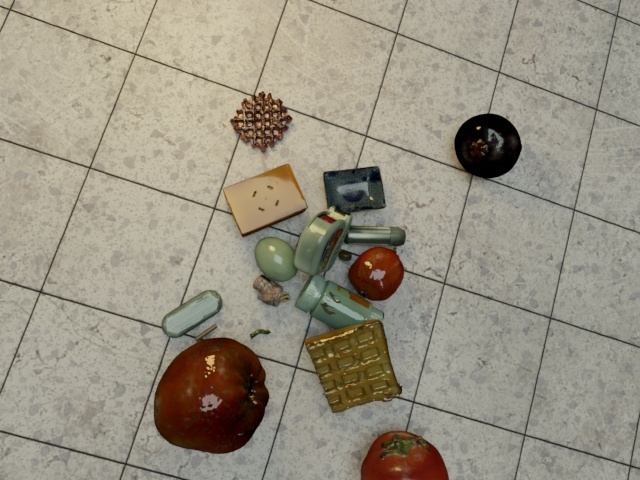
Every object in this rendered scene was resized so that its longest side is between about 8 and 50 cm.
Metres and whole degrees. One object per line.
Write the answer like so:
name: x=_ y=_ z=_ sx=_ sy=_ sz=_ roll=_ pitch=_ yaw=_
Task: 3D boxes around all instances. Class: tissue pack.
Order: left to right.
tissue pack: x=-0.217 y=-0.153 z=1.846 sx=0.274 sy=0.145 sz=0.194 roll=-22 pitch=89 yaw=-11

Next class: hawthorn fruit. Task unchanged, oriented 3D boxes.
hawthorn fruit: x=-0.390 y=0.540 z=1.638 sx=0.402 sy=0.403 sz=0.403 roll=1 pitch=83 yaw=-8
hawthorn fruit: x=0.234 y=0.114 z=1.860 sx=0.205 sy=0.205 sz=0.253 roll=39 pitch=70 yaw=-2

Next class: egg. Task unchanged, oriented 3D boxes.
egg: x=-0.170 y=0.071 z=1.821 sx=0.149 sy=0.149 sz=0.192 roll=-38 pitch=87 yaw=-11

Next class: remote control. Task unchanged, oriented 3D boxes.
remote control: x=-0.489 y=0.279 z=1.800 sx=0.247 sy=0.052 sz=0.104 roll=-33 pitch=90 yaw=-14

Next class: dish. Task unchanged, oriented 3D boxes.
dish: x=0.132 y=-0.199 z=1.934 sx=0.243 sy=0.080 sz=0.182 roll=-8 pitch=84 yaw=-10

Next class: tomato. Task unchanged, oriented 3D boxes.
tomato: x=0.307 y=0.868 z=1.721 sx=0.321 sy=0.321 sz=0.322 roll=1 pitch=83 yaw=-8

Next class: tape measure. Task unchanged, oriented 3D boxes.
tape measure: x=0.001 y=0.000 z=1.789 sx=0.125 sy=0.246 sz=0.243 roll=27 pitch=107 yaw=22

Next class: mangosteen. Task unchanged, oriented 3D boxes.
mangosteen: x=0.711 y=-0.401 z=1.981 sx=0.302 sy=0.275 sz=0.275 roll=-27 pitch=87 yaw=-46

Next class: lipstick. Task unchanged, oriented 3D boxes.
lipstick: x=-0.439 y=0.353 z=1.814 sx=0.094 sy=0.019 sz=0.019 roll=-34 pitch=89 yaw=-11

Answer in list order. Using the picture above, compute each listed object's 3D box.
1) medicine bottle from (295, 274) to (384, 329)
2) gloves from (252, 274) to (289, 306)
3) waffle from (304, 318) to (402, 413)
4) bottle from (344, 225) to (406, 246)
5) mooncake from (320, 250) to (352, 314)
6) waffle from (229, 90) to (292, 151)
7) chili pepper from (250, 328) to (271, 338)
medicine bottle: x=0.075 y=0.264 z=1.831 sx=0.318 sy=0.158 sz=0.158 roll=30 pitch=80 yaw=-4
gloves: x=-0.198 y=0.199 z=1.830 sx=0.094 sy=0.110 sz=0.144 roll=-47 pitch=63 yaw=-3
waffle: x=0.129 y=0.474 z=1.773 sx=0.304 sy=0.077 sz=0.348 roll=-17 pitch=110 yaw=0
bottle: x=0.220 y=-0.015 z=1.921 sx=0.253 sy=0.079 sz=0.096 roll=2 pitch=42 yaw=-9
mooncake: x=0.071 y=0.140 z=1.785 sx=0.150 sy=0.057 sz=0.347 roll=10 pitch=37 yaw=29
waffle: x=-0.237 y=-0.490 z=1.929 sx=0.221 sy=0.055 sz=0.234 roll=40 pitch=84 yaw=-4
chili pepper: x=-0.235 y=0.361 z=1.844 sx=0.083 sy=0.022 sz=0.027 roll=-12 pitch=52 yaw=-9
